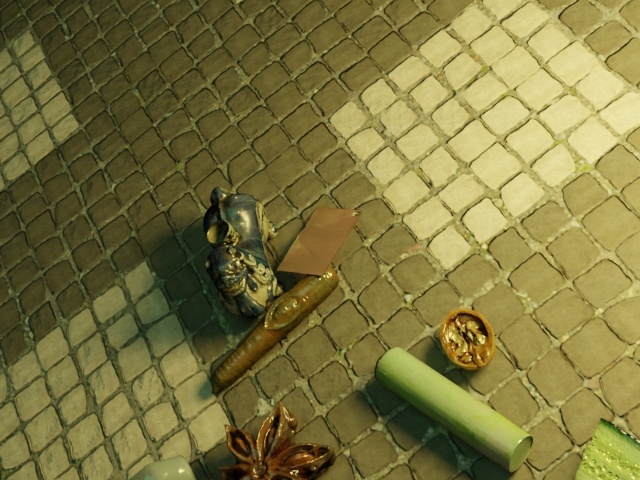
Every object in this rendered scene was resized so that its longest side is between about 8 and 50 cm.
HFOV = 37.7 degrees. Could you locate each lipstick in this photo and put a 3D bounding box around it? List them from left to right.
[{"bbox_3d":[0.220,0.281,1.601,0.304,0.076,0.076,30,80,37],"label":"lipstick"}]

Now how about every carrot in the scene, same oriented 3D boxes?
[{"bbox_3d":[-0.097,0.175,1.832,0.342,0.070,0.070,-44,52,0],"label":"carrot"}]

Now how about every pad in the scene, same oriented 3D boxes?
[{"bbox_3d":[0.000,0.000,1.881,0.113,0.006,0.188,6,47,32],"label":"pad"}]

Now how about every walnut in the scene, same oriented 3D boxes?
[{"bbox_3d":[0.264,0.179,1.649,0.091,0.052,0.121,-29,56,8],"label":"walnut"}]

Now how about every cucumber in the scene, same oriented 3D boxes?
[{"bbox_3d":[0.456,0.355,1.444,0.115,0.062,0.116,32,88,38],"label":"cucumber"}]

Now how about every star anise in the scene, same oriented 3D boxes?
[{"bbox_3d":[-0.075,0.402,1.678,0.214,0.099,0.220,-10,53,7],"label":"star anise"}]

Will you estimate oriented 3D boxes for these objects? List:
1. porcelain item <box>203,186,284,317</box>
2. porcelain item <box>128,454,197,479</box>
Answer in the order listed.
[{"bbox_3d":[-0.175,0.018,1.887,0.138,0.186,0.288,-22,54,17],"label":"porcelain item"},{"bbox_3d":[-0.192,0.562,1.561,0.178,0.243,0.405,-25,47,-15],"label":"porcelain item"}]
